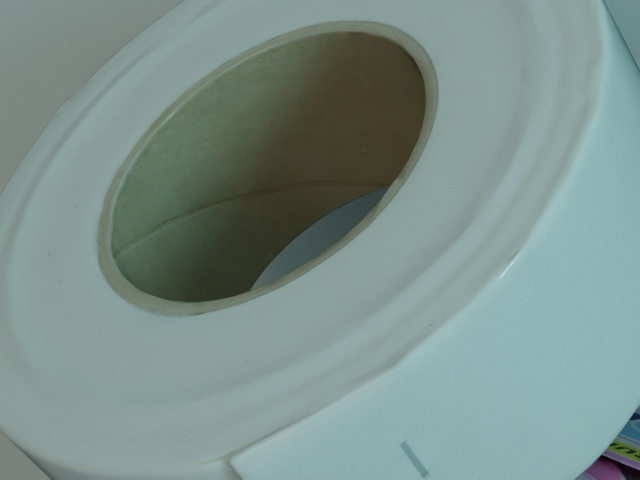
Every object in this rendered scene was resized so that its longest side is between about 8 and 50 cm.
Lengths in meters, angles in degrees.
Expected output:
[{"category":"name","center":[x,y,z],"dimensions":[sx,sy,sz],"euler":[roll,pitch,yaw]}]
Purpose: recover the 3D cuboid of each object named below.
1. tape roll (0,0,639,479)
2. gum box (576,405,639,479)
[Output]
[{"category":"tape roll","center":[0.000,0.000,0.663],"dimensions":[0.286,0.100,0.286],"euler":[-21,40,19]},{"category":"gum box","center":[0.123,0.104,0.661],"dimensions":[0.188,0.107,0.062],"euler":[19,101,35]}]
